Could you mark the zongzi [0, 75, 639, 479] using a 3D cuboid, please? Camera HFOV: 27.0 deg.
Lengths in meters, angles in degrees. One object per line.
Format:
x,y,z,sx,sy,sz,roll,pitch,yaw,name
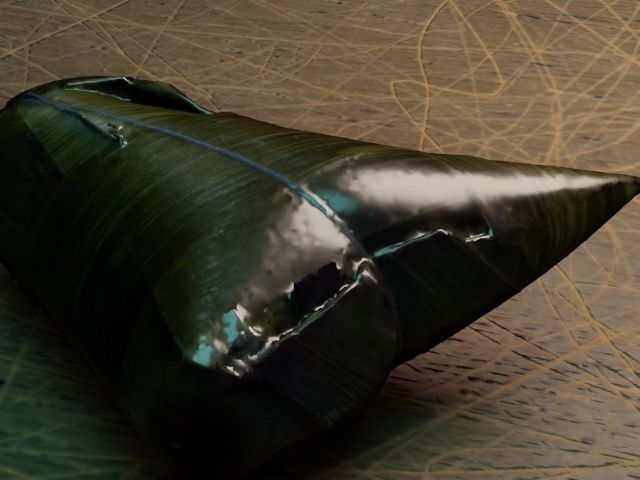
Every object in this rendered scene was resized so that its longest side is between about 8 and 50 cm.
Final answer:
-0.026,-0.038,1.040,0.432,0.207,0.403,-29,46,-25,zongzi
